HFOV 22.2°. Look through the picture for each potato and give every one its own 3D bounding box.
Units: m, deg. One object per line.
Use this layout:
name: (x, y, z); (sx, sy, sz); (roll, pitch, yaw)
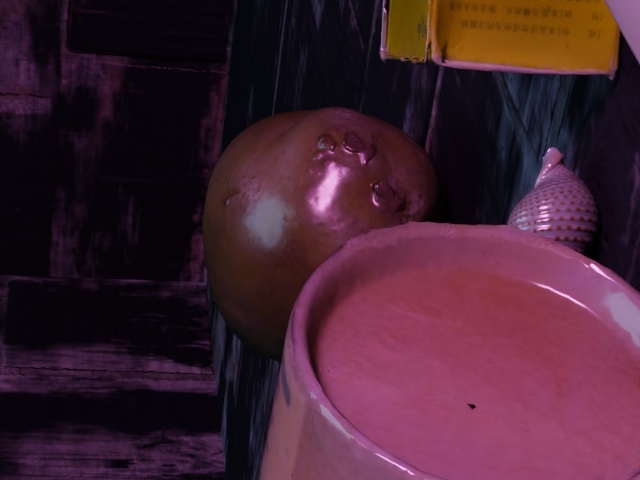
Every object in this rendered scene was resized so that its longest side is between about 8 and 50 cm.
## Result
potato: (0.000, 0.000, 1.513); (0.326, 0.221, 0.243); (-165, 80, -76)

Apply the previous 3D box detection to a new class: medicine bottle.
medicine bottle: (0.068, 0.215, 1.012); (0.236, 0.235, 0.406); (-100, 17, -51)
medicine bottle: (0.125, -0.232, 1.081); (0.137, 0.141, 0.250); (-146, 59, -75)

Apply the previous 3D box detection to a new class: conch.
conch: (0.158, -0.013, 1.079); (0.085, 0.056, 0.076); (-60, -14, -11)

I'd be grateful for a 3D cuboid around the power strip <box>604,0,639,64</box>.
power strip: (0.205, -0.096, 0.796); (0.385, 0.062, 0.091); (-102, 20, -54)
